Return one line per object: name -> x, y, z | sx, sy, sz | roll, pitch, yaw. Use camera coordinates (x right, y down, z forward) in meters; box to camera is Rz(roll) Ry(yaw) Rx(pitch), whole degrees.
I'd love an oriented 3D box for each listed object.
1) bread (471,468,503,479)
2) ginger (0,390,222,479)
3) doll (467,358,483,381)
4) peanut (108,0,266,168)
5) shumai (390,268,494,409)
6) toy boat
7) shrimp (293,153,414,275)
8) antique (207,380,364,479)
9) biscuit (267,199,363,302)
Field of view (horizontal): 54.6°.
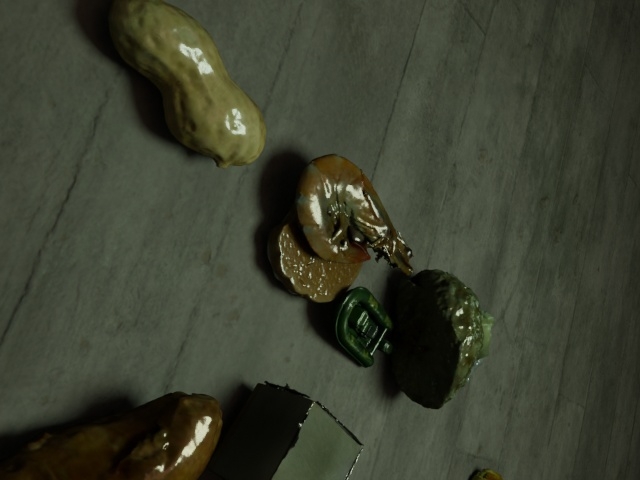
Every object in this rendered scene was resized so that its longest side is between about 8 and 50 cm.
bread -> 0.365, 0.702, 1.400 | 0.077, 0.084, 0.367 | 65, 32, -88
ginger -> -0.254, 0.277, 0.680 | 0.165, 0.172, 0.321 | 49, 42, 9
doll -> 0.305, 0.208, 1.312 | 0.094, 0.079, 0.180 | 71, 24, -75
peanut -> -0.161, -0.197, 0.778 | 0.263, 0.101, 0.117 | 58, 34, -31
shumai -> 0.249, 0.181, 1.168 | 0.218, 0.189, 0.255 | 1, 97, -45
toy boat -> 0.072, 0.145, 1.060 | 0.104, 0.052, 0.210 | -55, 143, -15
shrimp -> 0.057, -0.011, 0.974 | 0.287, 0.063, 0.152 | 48, 60, -30
antique -> -0.051, 0.304, 0.887 | 0.146, 0.148, 0.151 | 52, 58, -34
biscuit -> 0.000, 0.000, 0.994 | 0.181, 0.049, 0.208 | 50, 56, -35
